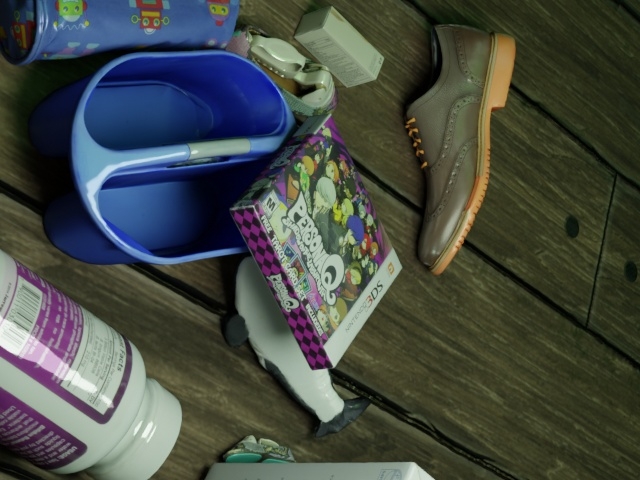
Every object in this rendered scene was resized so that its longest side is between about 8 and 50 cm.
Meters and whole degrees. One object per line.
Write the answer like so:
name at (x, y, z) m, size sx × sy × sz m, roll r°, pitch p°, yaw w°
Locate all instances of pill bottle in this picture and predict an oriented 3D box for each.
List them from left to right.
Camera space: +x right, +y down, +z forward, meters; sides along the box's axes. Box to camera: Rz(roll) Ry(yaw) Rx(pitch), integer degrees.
pill bottle at (-0.294, 0.143, 1.644) m, size 0.301 × 0.169 × 0.169 m, roll 41°, pitch 57°, yaw -33°

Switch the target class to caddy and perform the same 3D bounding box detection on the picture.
caddy at (-0.169, -0.094, 1.797) m, size 0.341 × 0.179 × 0.241 m, roll -10°, pitch 90°, yaw -44°

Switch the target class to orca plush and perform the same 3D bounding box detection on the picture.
orca plush at (-0.023, 0.105, 1.964) m, size 0.287 × 0.151 × 0.102 m, roll 50°, pitch 22°, yaw -23°

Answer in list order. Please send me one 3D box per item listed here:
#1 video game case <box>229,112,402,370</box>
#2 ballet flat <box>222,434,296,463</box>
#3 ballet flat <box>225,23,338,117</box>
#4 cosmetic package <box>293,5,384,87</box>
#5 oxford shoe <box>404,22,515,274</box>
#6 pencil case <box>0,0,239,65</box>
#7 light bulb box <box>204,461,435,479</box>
video game case at (0.000, 0.000, 1.836) m, size 0.210 × 0.042 × 0.232 m, roll -52°, pitch 125°, yaw -46°
ballet flat at (-0.080, 0.263, 1.930) m, size 0.114 × 0.041 × 0.041 m, roll 17°, pitch 72°, yaw -42°
ballet flat at (-0.039, -0.219, 2.012) m, size 0.221 × 0.079 × 0.076 m, roll 26°, pitch 65°, yaw -39°
cosmetic package at (0.026, -0.261, 2.096) m, size 0.115 × 0.060 × 0.041 m, roll 42°, pitch 56°, yaw -33°
oxford shoe at (0.173, -0.132, 2.204) m, size 0.133 × 0.130 × 0.363 m, roll 15°, pitch 78°, yaw -8°
pencil case at (-0.238, -0.264, 1.791) m, size 0.306 × 0.133 × 0.119 m, roll -8°, pitch 93°, yaw -44°
light bulb box at (0.054, 0.434, 1.774) m, size 0.358 × 0.361 × 0.225 m, roll 43°, pitch 58°, yaw -28°
